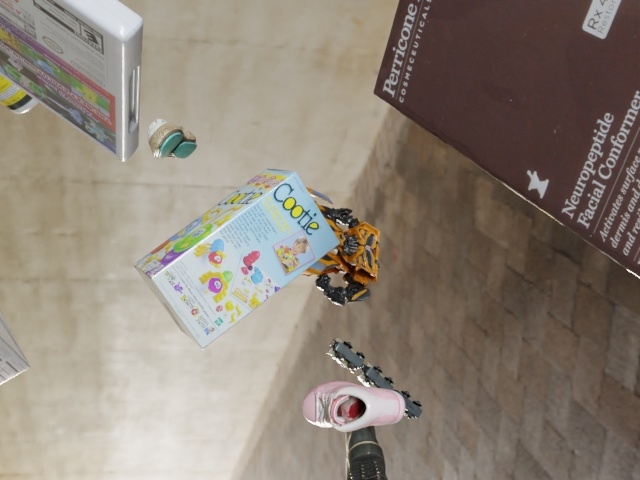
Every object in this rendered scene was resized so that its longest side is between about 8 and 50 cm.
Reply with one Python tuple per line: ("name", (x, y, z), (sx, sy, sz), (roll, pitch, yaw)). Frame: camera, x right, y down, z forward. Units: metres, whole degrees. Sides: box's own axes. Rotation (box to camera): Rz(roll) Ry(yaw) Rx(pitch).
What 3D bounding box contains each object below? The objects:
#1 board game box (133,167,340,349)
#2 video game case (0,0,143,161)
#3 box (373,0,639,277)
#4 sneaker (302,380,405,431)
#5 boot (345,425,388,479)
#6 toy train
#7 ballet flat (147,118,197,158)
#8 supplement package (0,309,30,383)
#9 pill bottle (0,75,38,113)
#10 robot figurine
("board game box", (-0.134, 0.021, 1.410), (0.144, 0.275, 0.142), (58, 165, -18))
("video game case", (-0.203, -0.150, 0.581), (0.023, 0.201, 0.183), (-55, 0, -21))
("box", (0.223, -0.129, 0.712), (0.381, 0.143, 0.191), (44, 129, 43))
("sneaker", (0.018, 0.178, 0.951), (0.134, 0.070, 0.051), (-8, 80, 40))
("boot", (0.069, 0.342, 1.415), (0.137, 0.077, 0.198), (-98, 10, -48))
("toy train", (0.068, 0.177, 1.138), (0.027, 0.158, 0.036), (-54, 17, -19))
("ballet flat", (-0.285, -0.188, 1.627), (0.073, 0.067, 0.206), (-46, -3, 2))
("supplement package", (-0.597, 0.120, 1.391), (0.204, 0.145, 0.262), (55, 165, 18))
("pill bottle", (-0.553, -0.319, 1.477), (0.119, 0.208, 0.119), (-24, 45, 27))
("robot figurine", (0.000, 0.000, 1.655), (0.085, 0.291, 0.211), (-35, 41, 47))
